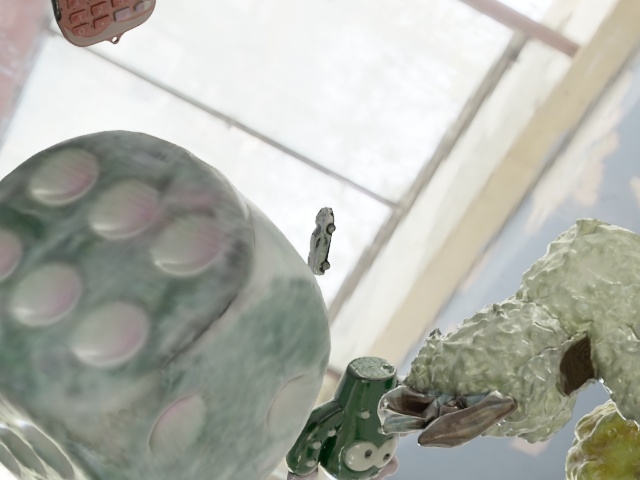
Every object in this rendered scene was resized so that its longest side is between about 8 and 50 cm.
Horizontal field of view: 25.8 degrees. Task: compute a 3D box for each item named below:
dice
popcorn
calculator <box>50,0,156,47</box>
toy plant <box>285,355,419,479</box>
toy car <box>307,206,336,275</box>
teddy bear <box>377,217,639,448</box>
[{"bbox_3d":[-0.209,0.110,1.512,0.330,0.328,0.348,-46,148,-26],"label":"dice"},{"bbox_3d":[0.516,0.350,2.159,0.279,0.335,0.274,13,-61,53],"label":"popcorn"},{"bbox_3d":[-0.383,-0.484,2.386,0.220,0.048,0.330,-28,130,-29],"label":"calculator"},{"bbox_3d":[0.061,0.295,2.166,0.243,0.232,0.112,-57,-139,11],"label":"toy plant"},{"bbox_3d":[0.000,0.000,1.823,0.041,0.025,0.093,-142,-123,-63],"label":"toy car"},{"bbox_3d":[0.288,0.172,1.648,0.327,0.375,0.362,17,-112,51],"label":"teddy bear"}]
